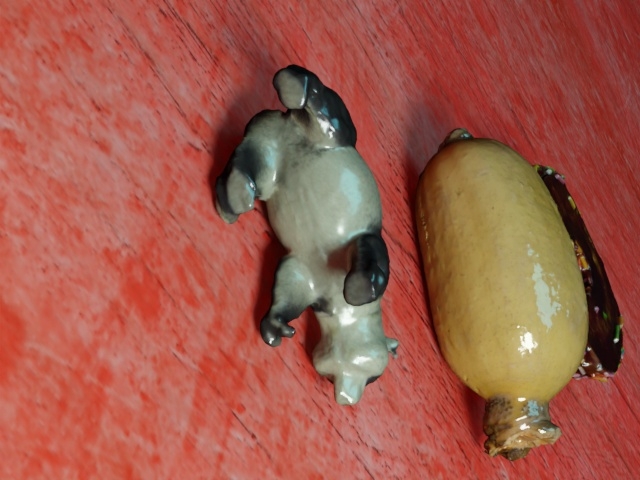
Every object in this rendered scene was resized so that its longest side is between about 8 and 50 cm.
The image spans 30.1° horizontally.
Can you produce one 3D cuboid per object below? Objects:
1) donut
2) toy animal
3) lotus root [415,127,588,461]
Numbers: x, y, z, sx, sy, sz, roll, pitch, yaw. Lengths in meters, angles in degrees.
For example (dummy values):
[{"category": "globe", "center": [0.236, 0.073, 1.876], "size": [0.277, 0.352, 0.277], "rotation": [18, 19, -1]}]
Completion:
[{"category": "donut", "center": [0.232, 0.039, 1.219], "size": [0.235, 0.089, 0.235], "rotation": [43, 36, -43]}, {"category": "toy animal", "center": [0.000, 0.000, 0.816], "size": [0.121, 0.093, 0.225], "rotation": [4, 66, -71]}, {"category": "lotus root", "center": [0.162, 0.033, 1.042], "size": [0.146, 0.130, 0.303], "rotation": [23, 52, -54]}]
